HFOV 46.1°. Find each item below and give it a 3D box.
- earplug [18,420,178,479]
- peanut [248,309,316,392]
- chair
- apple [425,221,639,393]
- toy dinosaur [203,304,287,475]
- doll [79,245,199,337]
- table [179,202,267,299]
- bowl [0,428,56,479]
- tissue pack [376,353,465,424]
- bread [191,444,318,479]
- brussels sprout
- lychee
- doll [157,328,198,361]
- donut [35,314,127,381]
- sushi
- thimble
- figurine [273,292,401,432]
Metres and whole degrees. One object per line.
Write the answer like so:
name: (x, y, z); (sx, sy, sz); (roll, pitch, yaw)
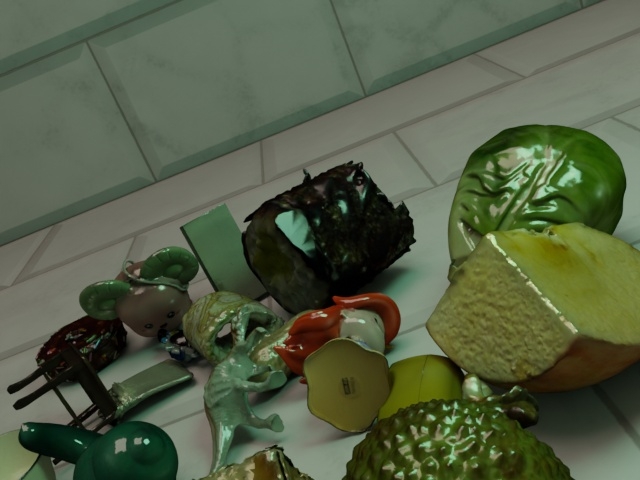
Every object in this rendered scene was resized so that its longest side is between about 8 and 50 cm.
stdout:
earplug: (-0.344, 0.354, 1.236); (0.164, 0.257, 0.280); (-21, -17, -46)
peanut: (-0.063, 0.216, 1.452); (0.214, 0.098, 0.090); (-35, -13, -24)
chair: (-0.446, 0.289, 1.539); (0.319, 0.186, 0.160); (-34, 17, -22)
apple: (0.349, 0.095, 1.120); (0.309, 0.252, 0.314); (3, -7, -38)
toy dinosaur: (-0.145, 0.292, 1.303); (0.205, 0.092, 0.393); (-2, 60, 41)
doll: (-0.416, 0.111, 1.794); (0.284, 0.268, 0.216); (-27, 60, -3)
table: (-0.238, 0.047, 1.846); (0.121, 0.240, 0.111); (-30, 3, -19)
bowl: (-0.573, 0.457, 1.338); (0.238, 0.126, 0.238); (-20, 21, 8)
tissue pack: (0.159, 0.251, 1.097); (0.127, 0.123, 0.178); (-10, 24, 19)
bread: (-0.075, 0.449, 0.952); (0.248, 0.279, 0.315); (-20, 64, 8)
brussels sprout: (0.380, -0.043, 1.374); (0.289, 0.281, 0.354); (22, 64, 30)
lychee: (0.151, 0.297, 0.831); (0.270, 0.270, 0.320); (14, 75, 57)
doll: (-0.311, 0.232, 1.686); (0.096, 0.070, 0.195); (-2, 8, -27)
donut: (-0.584, 0.264, 1.856); (0.235, 0.089, 0.235); (-19, 22, 8)
sushi: (0.002, 0.000, 1.624); (0.294, 0.281, 0.299); (-36, 14, -30)
thimble: (-0.185, 0.181, 1.591); (0.190, 0.137, 0.143); (-19, 19, -25)
figurine: (0.038, 0.190, 1.308); (0.208, 0.181, 0.257); (-48, 8, 16)
